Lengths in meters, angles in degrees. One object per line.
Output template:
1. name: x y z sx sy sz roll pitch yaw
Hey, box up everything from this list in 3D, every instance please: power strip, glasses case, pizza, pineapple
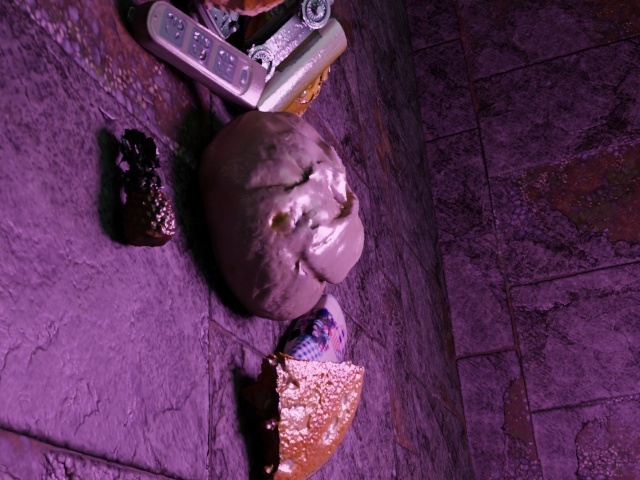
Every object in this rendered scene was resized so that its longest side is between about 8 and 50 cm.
1. power strip: -0.191 -0.298 1.311 0.286 0.048 0.080 27 69 -47
2. glasses case: -0.008 0.211 1.579 0.327 0.076 0.125 -57 130 -65
3. pizza: -0.042 0.272 1.358 0.289 0.081 0.229 -53 125 -34
4. pineapple: -0.237 -0.073 1.088 0.074 0.074 0.159 26 51 -68

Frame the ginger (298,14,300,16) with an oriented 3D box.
1. ginger: -0.092 -0.494 1.819 0.205 0.081 0.115 43 29 -62

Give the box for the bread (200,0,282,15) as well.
1. bread: -0.101 -0.592 1.257 0.371 0.390 0.279 47 24 -29

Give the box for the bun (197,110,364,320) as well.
1. bun: -0.050 -0.047 1.401 0.365 0.219 0.365 -14 90 -69

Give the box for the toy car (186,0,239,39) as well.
1. toy car: -0.189 -0.436 1.475 0.224 0.076 0.090 -83 150 -52

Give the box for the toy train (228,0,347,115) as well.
1. toy train: -0.064 -0.342 1.532 0.307 0.126 0.189 -48 121 -21

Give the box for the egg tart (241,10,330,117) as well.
1. egg tart: -0.061 -0.375 1.699 0.291 0.107 0.291 -3 93 -64
